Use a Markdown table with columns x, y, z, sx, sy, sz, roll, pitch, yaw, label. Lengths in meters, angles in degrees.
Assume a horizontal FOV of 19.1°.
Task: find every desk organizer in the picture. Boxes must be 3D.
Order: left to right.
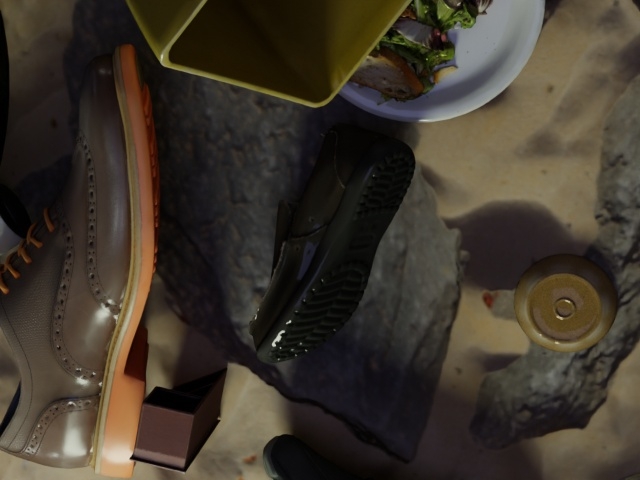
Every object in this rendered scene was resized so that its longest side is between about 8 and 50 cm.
| x | y | z | sx | sy | sz | roll | pitch | yaw | label |
| --- | --- | --- | --- | --- | --- | --- | --- | --- | --- |
| -0.113 | 0.140 | 1.543 | 0.047 | 0.130 | 0.050 | 13 | 105 | 6 | desk organizer |

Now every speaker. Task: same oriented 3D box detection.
| x | y | z | sx | sy | sz | roll | pitch | yaw | label |
| --- | --- | --- | --- | --- | --- | --- | --- | --- | --- |
| -0.308 | 0.006 | 1.579 | 0.136 | 0.055 | 0.055 | -30 | 98 | 16 | speaker |

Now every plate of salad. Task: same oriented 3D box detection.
| x | y | z | sx | sy | sz | roll | pitch | yaw | label |
| --- | --- | --- | --- | --- | --- | --- | --- | --- | --- |
| 0.073 | -0.187 | 1.463 | 0.200 | 0.048 | 0.200 | 3 | 105 | 10 | plate of salad |

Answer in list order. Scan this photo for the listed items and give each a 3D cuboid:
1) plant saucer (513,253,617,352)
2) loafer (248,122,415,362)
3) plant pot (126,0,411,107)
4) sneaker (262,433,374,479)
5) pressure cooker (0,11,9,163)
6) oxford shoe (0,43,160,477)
| x | y | z | sx | sy | sz | roll | pitch | yaw | label |
| --- | --- | --- | --- | --- | --- | --- | --- | --- | --- |
| 0.196 | 0.053 | 1.524 | 0.083 | 0.015 | 0.083 | 3 | 106 | 9 | plant saucer |
| 0.000 | 0.000 | 1.523 | 0.078 | 0.080 | 0.220 | 42 | 113 | 32 | loafer |
| -0.044 | -0.250 | 1.377 | 0.212 | 0.212 | 0.187 | -50 | 62 | 19 | plant pot |
| 0.068 | 0.242 | 1.573 | 0.267 | 0.101 | 0.106 | 42 | 86 | -2 | sneaker |
| -0.436 | -0.087 | 1.417 | 0.420 | 0.375 | 0.370 | 2 | 114 | 11 | pressure cooker |
| -0.198 | 0.021 | 1.514 | 0.132 | 0.130 | 0.364 | 5 | 107 | -5 | oxford shoe |
